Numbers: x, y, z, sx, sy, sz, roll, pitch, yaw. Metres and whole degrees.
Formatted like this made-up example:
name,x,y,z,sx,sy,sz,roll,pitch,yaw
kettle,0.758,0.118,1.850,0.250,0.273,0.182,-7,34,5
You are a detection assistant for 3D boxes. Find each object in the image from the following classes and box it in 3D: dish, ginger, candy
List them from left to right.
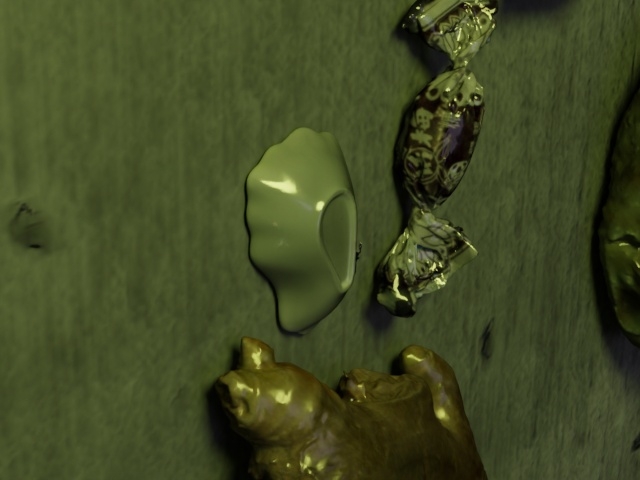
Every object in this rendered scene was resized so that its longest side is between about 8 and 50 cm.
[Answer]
name,x,y,z,sx,sy,sz,roll,pitch,yaw
dish,0.000,0.000,0.827,0.091,0.039,0.137,-34,127,-43
ginger,0.045,0.146,0.898,0.333,0.080,0.166,18,71,-51
candy,0.079,-0.059,0.905,0.094,0.051,0.226,-4,106,-50

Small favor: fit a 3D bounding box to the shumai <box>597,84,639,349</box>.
name,x,y,z,sx,sy,sz,roll,pitch,yaw
shumai,0.431,-0.040,1.190,0.292,0.288,0.330,-46,137,-34
